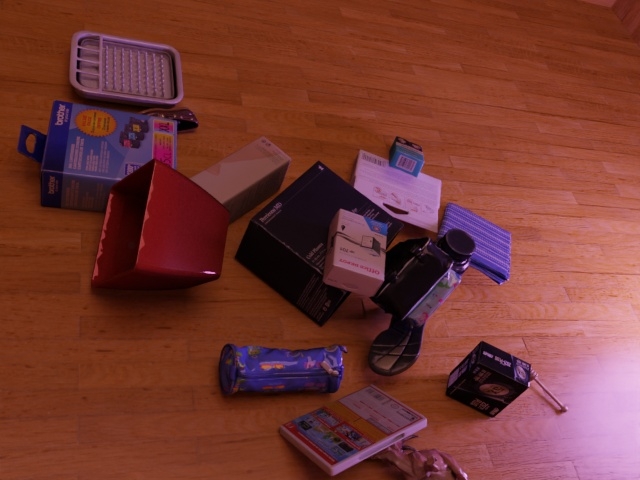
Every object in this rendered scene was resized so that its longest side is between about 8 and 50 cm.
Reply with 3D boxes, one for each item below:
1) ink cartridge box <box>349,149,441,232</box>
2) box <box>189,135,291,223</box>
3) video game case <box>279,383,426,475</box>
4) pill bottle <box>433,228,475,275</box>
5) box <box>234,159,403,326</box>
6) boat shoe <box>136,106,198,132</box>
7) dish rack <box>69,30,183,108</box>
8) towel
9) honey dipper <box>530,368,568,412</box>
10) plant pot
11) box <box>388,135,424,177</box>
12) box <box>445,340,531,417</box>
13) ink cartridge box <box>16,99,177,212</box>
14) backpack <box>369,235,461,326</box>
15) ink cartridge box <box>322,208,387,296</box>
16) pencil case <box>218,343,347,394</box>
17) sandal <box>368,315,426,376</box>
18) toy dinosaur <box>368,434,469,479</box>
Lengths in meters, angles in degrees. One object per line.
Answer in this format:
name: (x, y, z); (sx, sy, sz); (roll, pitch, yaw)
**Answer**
ink cartridge box: (0.236, -0.143, 2.197); (0.296, 0.066, 0.261); (20, 46, -7)
box: (-0.238, -0.157, 1.947); (0.121, 0.148, 0.311); (41, 47, 13)
video game case: (0.077, 0.434, 1.605); (0.285, 0.025, 0.204); (-16, 23, -33)
pill bottle: (0.353, 0.068, 1.972); (0.122, 0.219, 0.123); (12, 49, -14)
box: (0.000, 0.000, 1.900); (0.312, 0.179, 0.343); (39, 48, 7)
boat shoe: (-0.463, -0.353, 2.055); (0.207, 0.073, 0.073); (-18, 60, -34)
dish rack: (-0.602, -0.516, 2.129); (0.332, 0.072, 0.286); (4, 51, -21)
towel: (0.486, 0.002, 2.160); (0.243, 0.040, 0.336); (29, 29, 3)
honey dipper: (0.635, 0.423, 1.940); (0.030, 0.030, 0.161); (-31, 74, -39)
plant pot: (-0.372, -0.007, 1.663); (0.235, 0.267, 0.267); (18, 68, -34)
box: (0.282, -0.278, 2.261); (0.100, 0.060, 0.244); (22, 20, -2)
box: (0.436, 0.365, 1.793); (0.147, 0.180, 0.077); (27, 46, -3)
ink cartridge box: (-0.593, -0.217, 1.839); (0.395, 0.151, 0.270); (5, 51, -18)
backpack: (0.235, 0.102, 1.826); (0.191, 0.253, 0.225); (44, 84, -13)
ink cartridge box: (0.090, 0.031, 1.740); (0.139, 0.082, 0.191); (18, 47, -12)
pencil case: (-0.087, 0.308, 1.643); (0.306, 0.133, 0.119); (4, 85, -20)
sandal: (0.215, 0.276, 1.835); (0.120, 0.086, 0.303); (21, 31, 16)
toy dinosaur: (0.257, 0.532, 1.629); (0.295, 0.127, 0.200); (29, 9, -21)
